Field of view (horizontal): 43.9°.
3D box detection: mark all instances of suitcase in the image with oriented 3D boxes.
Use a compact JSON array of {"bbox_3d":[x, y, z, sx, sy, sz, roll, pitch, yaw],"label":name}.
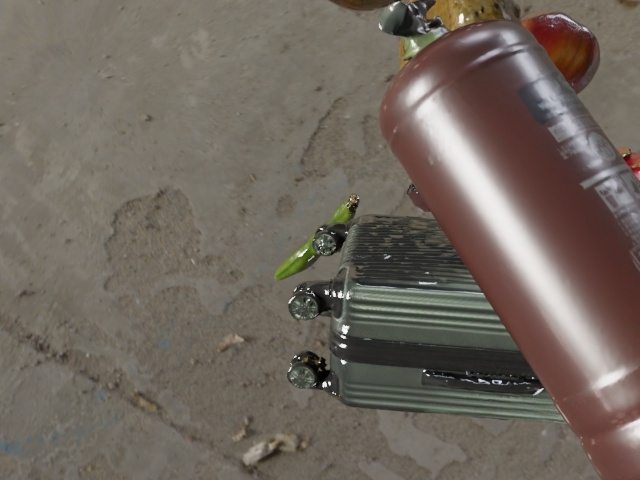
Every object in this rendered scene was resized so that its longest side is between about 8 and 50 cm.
[{"bbox_3d":[0.137,0.063,0.714,0.312,0.202,0.128,5,111,7],"label":"suitcase"}]

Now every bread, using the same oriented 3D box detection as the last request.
[{"bbox_3d":[0.208,-0.289,1.171,0.123,0.230,0.229,-3,102,-24],"label":"bread"}]

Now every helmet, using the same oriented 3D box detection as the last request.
[{"bbox_3d":[0.240,-0.102,1.617,0.123,0.098,0.070,-23,107,11],"label":"helmet"}]

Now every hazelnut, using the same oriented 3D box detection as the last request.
[{"bbox_3d":[0.464,-0.361,1.636,0.208,0.208,0.208,-3,102,-16],"label":"hazelnut"}]

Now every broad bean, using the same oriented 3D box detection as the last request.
[{"bbox_3d":[0.001,0.000,1.413,0.060,0.297,0.043,-19,72,-43],"label":"broad bean"}]

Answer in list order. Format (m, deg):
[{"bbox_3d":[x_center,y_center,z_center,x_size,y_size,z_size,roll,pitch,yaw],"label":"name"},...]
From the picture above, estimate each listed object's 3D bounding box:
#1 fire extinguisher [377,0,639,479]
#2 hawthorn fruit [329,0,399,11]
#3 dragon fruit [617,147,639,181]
[{"bbox_3d":[0.132,-0.029,0.495,0.114,0.135,0.337,-37,75,24],"label":"fire extinguisher"},{"bbox_3d":[0.076,-0.372,0.727,0.268,0.268,0.300,40,87,-20],"label":"hawthorn fruit"},{"bbox_3d":[0.370,-0.043,0.925,0.136,0.166,0.133,-34,86,35],"label":"dragon fruit"}]
